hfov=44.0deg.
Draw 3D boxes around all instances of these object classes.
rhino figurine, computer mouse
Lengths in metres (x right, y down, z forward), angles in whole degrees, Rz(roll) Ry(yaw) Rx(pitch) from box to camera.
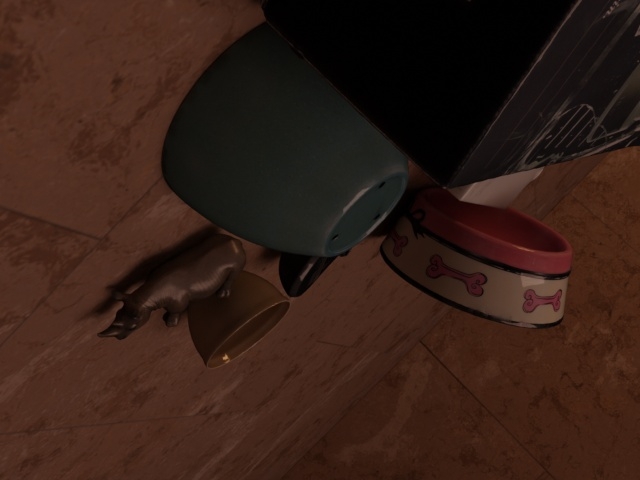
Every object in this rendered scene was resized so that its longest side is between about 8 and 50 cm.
[{"bbox_3d":[-0.200,0.066,1.081,0.243,0.073,0.106,-31,161,-32],"label":"rhino figurine"},{"bbox_3d":[0.000,0.000,1.385,0.272,0.072,0.188,-43,164,-47],"label":"computer mouse"}]

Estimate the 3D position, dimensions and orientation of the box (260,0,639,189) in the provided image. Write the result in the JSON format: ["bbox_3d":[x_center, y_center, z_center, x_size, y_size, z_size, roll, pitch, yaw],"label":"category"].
[{"bbox_3d":[0.275,-0.340,0.782,0.472,0.297,0.480,-17,146,-47],"label":"box"}]

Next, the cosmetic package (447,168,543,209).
[{"bbox_3d":[0.338,-0.190,1.542,0.217,0.156,0.385,-49,162,15],"label":"cosmetic package"}]

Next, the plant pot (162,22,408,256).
[{"bbox_3d":[-0.011,-0.095,0.936,0.290,0.195,0.290,-38,161,-16],"label":"plant pot"}]

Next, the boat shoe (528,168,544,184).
[{"bbox_3d":[0.540,-0.249,1.934,0.341,0.121,0.110,-36,-159,-11],"label":"boat shoe"}]

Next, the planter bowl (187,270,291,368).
[{"bbox_3d":[-0.141,0.106,1.228,0.162,0.109,0.162,-37,165,-11],"label":"planter bowl"}]

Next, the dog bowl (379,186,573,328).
[{"bbox_3d":[0.339,0.019,1.657,0.408,0.408,0.150,-13,125,-58],"label":"dog bowl"}]
